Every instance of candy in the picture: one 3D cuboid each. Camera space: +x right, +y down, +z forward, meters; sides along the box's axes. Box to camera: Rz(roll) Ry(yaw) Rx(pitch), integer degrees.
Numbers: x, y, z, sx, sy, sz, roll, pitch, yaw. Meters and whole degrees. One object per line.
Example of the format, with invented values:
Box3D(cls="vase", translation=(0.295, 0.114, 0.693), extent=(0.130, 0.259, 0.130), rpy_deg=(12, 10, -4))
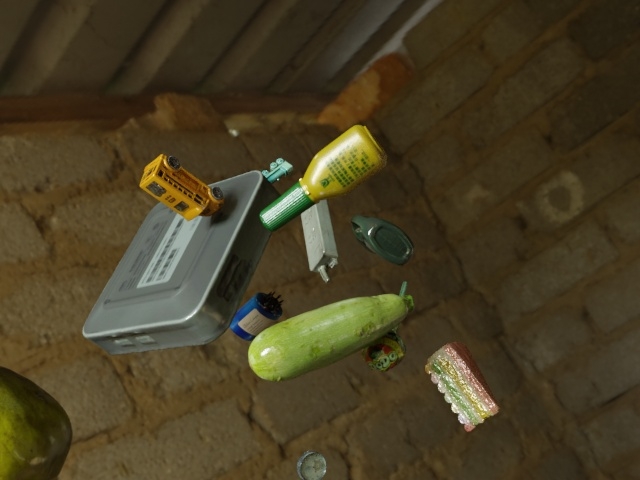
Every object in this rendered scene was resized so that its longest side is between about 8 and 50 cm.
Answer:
Box3D(cls="candy", translation=(0.157, 0.179, 1.806), extent=(0.091, 0.083, 0.305), rpy_deg=(-19, 23, 24))

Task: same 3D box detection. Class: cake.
Box3D(cls="cake", translation=(0.353, 0.365, 2.076), extent=(0.090, 0.225, 0.109), rpy_deg=(25, -60, -40))

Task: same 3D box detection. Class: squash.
Box3D(cls="squash", translation=(0.033, 0.181, 1.613), extent=(0.370, 0.118, 0.118), rpy_deg=(-18, -18, -18))

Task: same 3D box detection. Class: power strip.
Box3D(cls="power strip", translation=(0.000, 0.000, 2.324), extent=(0.053, 0.288, 0.093), rpy_deg=(14, -47, -25))

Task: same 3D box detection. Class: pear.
Box3D(cls="pear", translation=(-0.746, 0.440, 1.901), extent=(0.287, 0.375, 0.287), rpy_deg=(-20, 5, 2))

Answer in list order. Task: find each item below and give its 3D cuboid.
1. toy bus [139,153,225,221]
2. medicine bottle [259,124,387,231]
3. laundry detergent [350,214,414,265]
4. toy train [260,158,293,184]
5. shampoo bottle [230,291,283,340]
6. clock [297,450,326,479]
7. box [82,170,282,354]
Box3D(cls="toy bus", translation=(-0.269, -0.094, 1.600), extent=(0.162, 0.074, 0.069), rpy_deg=(37, -46, -26))
Box3D(cls="medicine bottle", translation=(-0.001, -0.106, 1.509), extent=(0.260, 0.095, 0.064), rpy_deg=(-36, 15, 11))
Box3D(cls="laundry detergent", translation=(0.126, -0.013, 1.860), extent=(0.078, 0.144, 0.221), rpy_deg=(-53, 17, 0))
Box3D(cls="toy train", translation=(-0.103, -0.143, 1.783), extent=(0.092, 0.045, 0.029), rpy_deg=(-40, -31, -26))
Box3D(cls="shampoo bottle", translation=(-0.160, 0.191, 2.105), extent=(0.183, 0.087, 0.050), rpy_deg=(-43, 12, 39))
Box3D(cls="clock", translation=(-0.023, 0.615, 2.219), extent=(0.085, 0.085, 0.017), rpy_deg=(-24, 6, -26))
Box3D(cls="box", translation=(-0.293, 0.048, 1.727), extent=(0.396, 0.111, 0.396), rpy_deg=(-13, 42, 39))
